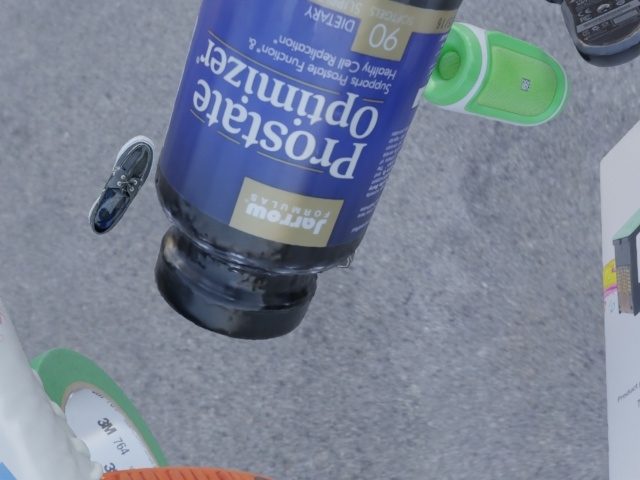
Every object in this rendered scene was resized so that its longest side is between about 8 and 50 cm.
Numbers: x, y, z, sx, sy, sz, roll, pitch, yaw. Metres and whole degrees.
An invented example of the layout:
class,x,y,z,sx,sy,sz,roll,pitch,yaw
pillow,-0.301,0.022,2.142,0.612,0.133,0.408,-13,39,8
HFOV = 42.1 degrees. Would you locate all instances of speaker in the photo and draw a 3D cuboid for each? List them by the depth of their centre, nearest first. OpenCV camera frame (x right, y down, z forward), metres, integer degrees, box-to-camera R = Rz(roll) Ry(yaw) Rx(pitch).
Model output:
class,x,y,z,sx,sy,sz,roll,pitch,yaw
speaker,0.269,-0.252,1.286,0.131,0.296,0.131,-1,89,44

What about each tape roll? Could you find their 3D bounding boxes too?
class,x,y,z,sx,sy,sz,roll,pitch,yaw
tape roll,-0.228,0.267,0.848,0.077,0.321,0.321,-30,66,1

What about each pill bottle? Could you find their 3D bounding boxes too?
class,x,y,z,sx,sy,sz,roll,pitch,yaw
pill bottle,-0.018,-0.060,0.443,0.122,0.122,0.219,36,121,27

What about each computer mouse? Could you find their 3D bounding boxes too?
class,x,y,z,sx,sy,sz,roll,pitch,yaw
computer mouse,0.451,-0.347,1.283,0.188,0.072,0.272,-18,40,23

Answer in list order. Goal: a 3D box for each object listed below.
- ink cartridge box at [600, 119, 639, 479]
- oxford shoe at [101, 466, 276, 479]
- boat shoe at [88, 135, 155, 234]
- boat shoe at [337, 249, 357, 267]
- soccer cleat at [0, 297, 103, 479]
class,x,y,z,sx,sy,sz,roll,pitch,yaw
ink cartridge box,0.261,0.051,0.428,0.117,0.201,0.278,-54,13,44
oxford shoe,-0.180,0.261,0.587,0.363,0.130,0.133,-11,104,-19
boat shoe,-0.254,-0.068,1.071,0.142,0.049,0.040,-57,23,14
boat shoe,0.000,0.000,1.391,0.081,0.228,0.069,-4,62,23
soccer cleat,-0.173,0.143,0.463,0.116,0.143,0.331,-33,62,53
